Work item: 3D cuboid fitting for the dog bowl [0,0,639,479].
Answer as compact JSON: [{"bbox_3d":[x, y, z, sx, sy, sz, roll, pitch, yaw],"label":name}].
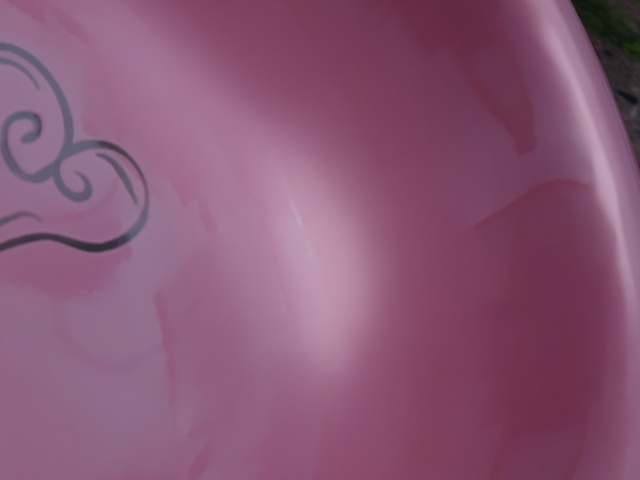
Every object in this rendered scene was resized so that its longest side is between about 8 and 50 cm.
[{"bbox_3d":[-0.089,-0.011,0.348,0.408,0.150,0.408,23,50,-31],"label":"dog bowl"}]
